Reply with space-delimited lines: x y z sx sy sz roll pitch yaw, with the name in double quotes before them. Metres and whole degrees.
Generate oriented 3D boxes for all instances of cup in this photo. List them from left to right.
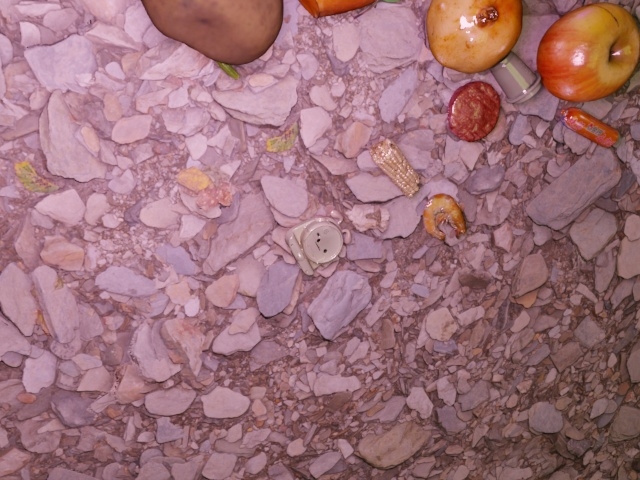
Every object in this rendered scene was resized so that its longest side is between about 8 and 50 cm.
"cup" 0.573 -0.487 1.637 0.120 0.120 0.141 -45 110 2

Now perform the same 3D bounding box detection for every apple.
"apple" 0.776 -0.546 1.615 0.285 0.233 0.286 -6 108 -20

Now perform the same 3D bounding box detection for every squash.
"squash" -0.242 -0.447 1.417 0.027 0.027 0.089 -43 118 1

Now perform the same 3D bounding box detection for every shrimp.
"shrimp" 0.398 -0.067 1.779 0.132 0.052 0.187 -37 110 11

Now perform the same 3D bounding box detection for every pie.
"pie" 0.464 -0.389 1.671 0.182 0.049 0.183 -7 111 -18

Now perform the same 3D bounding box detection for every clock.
"clock" 0.000 0.000 1.653 0.190 0.062 0.152 -32 117 -6

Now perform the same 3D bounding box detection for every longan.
"longan" -0.246 -0.556 1.241 0.350 0.288 0.289 28 99 -31

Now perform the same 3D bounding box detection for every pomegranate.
"pomegranate" 0.403 -0.576 1.463 0.264 0.264 0.265 -7 112 -17

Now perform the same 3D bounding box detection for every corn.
"corn" 0.231 -0.216 1.638 0.211 0.087 0.087 40 94 -29

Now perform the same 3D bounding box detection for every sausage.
"sausage" 0.867 -0.375 1.802 0.234 0.071 0.071 18 104 -24

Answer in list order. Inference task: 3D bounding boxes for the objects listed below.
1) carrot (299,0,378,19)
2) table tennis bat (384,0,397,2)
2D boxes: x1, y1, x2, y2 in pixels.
"carrot" 0.065 -0.653 1.333 0.330 0.193 0.215 -22 101 -5
"table tennis bat" 0.164 -0.748 1.436 0.160 0.039 0.257 -40 119 0
